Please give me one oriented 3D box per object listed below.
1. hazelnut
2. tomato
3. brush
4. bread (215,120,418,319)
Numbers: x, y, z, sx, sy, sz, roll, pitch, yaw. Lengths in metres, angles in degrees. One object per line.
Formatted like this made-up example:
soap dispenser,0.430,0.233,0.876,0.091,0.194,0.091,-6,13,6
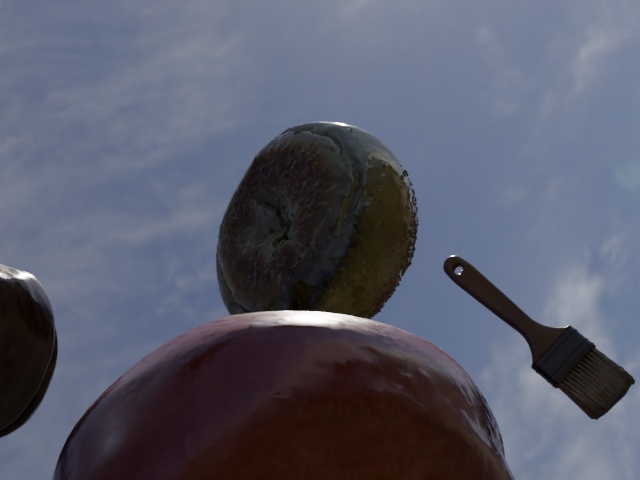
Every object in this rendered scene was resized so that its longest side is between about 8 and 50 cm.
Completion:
hazelnut,-0.391,0.113,1.270,0.251,0.217,0.217,73,-141,-72
tomato,-0.018,0.203,0.710,0.293,0.290,0.325,-171,84,-81
brush,0.152,0.064,0.882,0.043,0.170,0.014,-45,-28,-6
bread,0.000,0.000,1.465,0.159,0.305,0.305,27,-101,-34
